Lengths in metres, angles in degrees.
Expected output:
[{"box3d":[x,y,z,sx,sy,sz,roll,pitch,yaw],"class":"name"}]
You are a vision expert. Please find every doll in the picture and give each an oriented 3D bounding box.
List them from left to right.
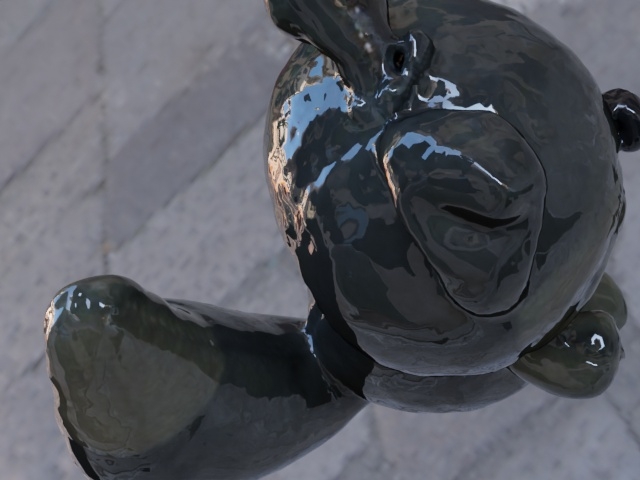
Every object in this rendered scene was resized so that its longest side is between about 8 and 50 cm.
[{"box3d":[0.017,0.027,0.958,0.378,0.382,0.252,-41,62,-6],"class":"doll"}]
